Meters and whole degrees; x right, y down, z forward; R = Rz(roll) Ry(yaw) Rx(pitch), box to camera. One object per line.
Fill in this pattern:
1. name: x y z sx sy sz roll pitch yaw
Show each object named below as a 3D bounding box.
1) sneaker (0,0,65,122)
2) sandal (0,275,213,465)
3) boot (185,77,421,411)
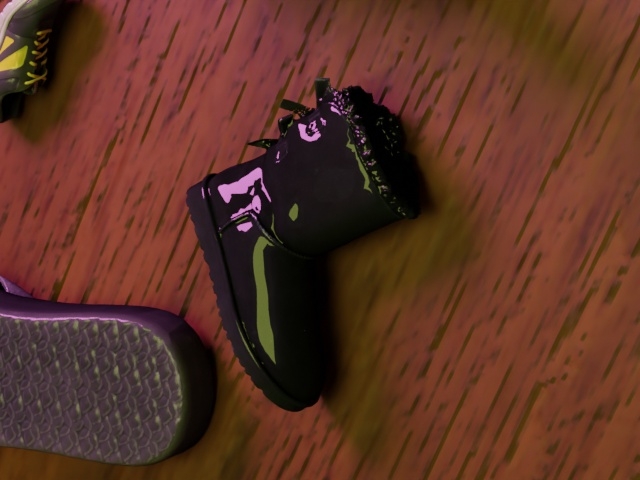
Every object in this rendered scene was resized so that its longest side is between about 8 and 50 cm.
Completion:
1. sneaker: -0.142 -0.091 0.949 0.035 0.031 0.083 49 122 10
2. sandal: -0.160 0.057 0.953 0.255 0.054 0.097 14 106 26
3. boot: 0.000 0.000 0.835 0.099 0.045 0.121 -30 72 29
